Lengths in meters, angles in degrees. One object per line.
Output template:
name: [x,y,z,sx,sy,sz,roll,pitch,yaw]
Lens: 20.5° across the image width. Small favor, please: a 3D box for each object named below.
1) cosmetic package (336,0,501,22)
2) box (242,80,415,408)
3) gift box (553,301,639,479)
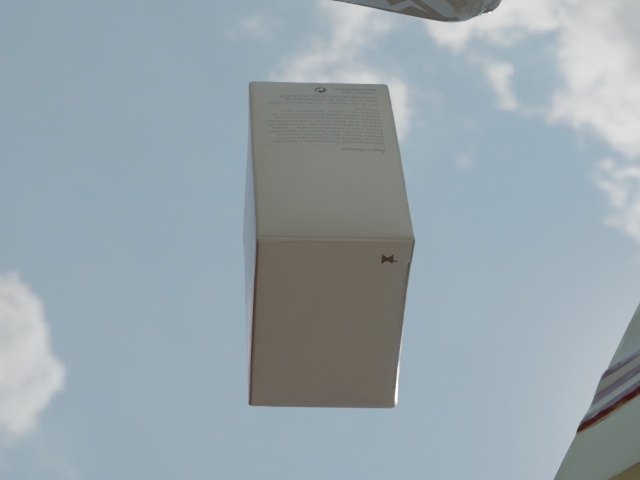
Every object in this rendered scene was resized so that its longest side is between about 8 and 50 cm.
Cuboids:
cosmetic package: [-0.048,-0.363,0.809,0.329,0.393,0.327,13,-120,36]
box: [0.000,0.000,1.086,0.170,0.091,0.130,-95,-172,-54]
gift box: [0.307,0.121,1.144,0.276,0.255,0.258,34,-35,-10]
